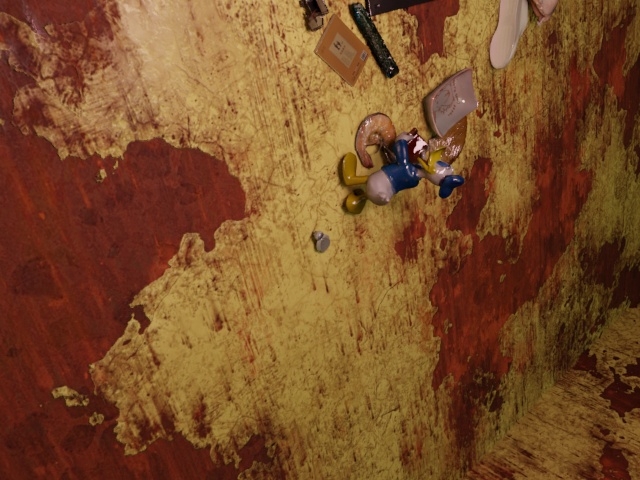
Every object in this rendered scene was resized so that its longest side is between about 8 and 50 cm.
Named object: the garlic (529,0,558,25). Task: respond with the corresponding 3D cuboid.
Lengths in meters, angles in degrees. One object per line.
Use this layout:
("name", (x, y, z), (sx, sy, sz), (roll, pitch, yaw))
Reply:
("garlic", (0.752, -0.860, 2.034), (0.228, 0.110, 0.217), (62, 36, -19))

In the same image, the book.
("book", (0.064, -0.518, 1.646), (0.172, 0.012, 0.118), (31, 83, -44))

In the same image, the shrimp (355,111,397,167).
("shrimp", (0.181, -0.267, 1.820), (0.143, 0.052, 0.251), (-36, 121, -13))

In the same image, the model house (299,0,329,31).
("model house", (-0.009, -0.586, 1.535), (0.083, 0.057, 0.058), (62, 35, -15))

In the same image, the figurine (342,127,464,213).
("figurine", (0.262, -0.191, 1.722), (0.284, 0.338, 0.205), (-55, 139, -28))

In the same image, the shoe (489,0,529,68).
("shoe", (0.659, -0.715, 2.055), (0.110, 0.095, 0.265), (1, 102, -42))

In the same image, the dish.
("dish", (0.410, -0.448, 1.935), (0.212, 0.077, 0.151), (-41, 129, -24))

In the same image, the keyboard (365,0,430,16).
("keyboard", (0.243, -0.716, 1.728), (0.317, 0.027, 0.106), (-26, 117, -33))

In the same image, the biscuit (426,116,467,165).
("biscuit", (0.433, -0.344, 2.023), (0.176, 0.031, 0.229), (7, 100, -44))

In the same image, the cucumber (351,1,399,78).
("cucumber", (0.151, -0.563, 1.686), (0.043, 0.044, 0.257), (-41, 129, -1))

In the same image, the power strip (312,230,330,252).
("power strip", (0.000, 0.000, 1.762), (0.055, 0.035, 0.083), (-50, 144, -17))
